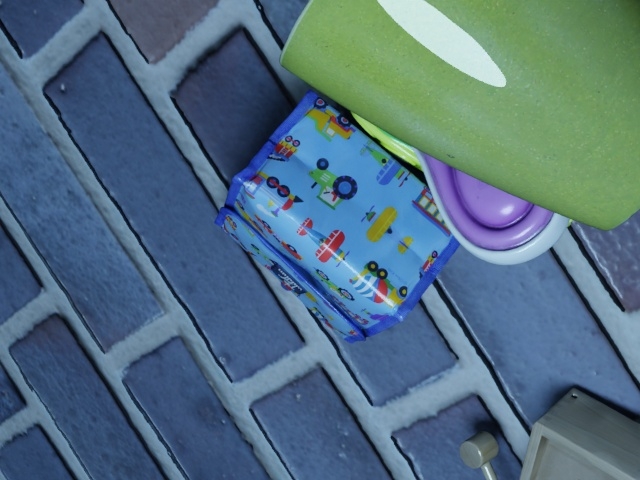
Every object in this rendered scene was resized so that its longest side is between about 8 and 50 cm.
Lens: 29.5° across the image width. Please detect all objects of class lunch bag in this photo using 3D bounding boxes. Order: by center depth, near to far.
[{"bbox_3d":[0.000,0.000,1.337,0.221,0.138,0.293,40,158,-1],"label":"lunch bag"}]

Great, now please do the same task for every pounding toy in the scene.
[{"bbox_3d":[0.261,0.256,1.331,0.206,0.094,0.181,29,129,31],"label":"pounding toy"}]

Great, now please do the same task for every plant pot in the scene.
[{"bbox_3d":[0.165,-0.153,0.982,0.293,0.275,0.275,41,128,1],"label":"plant pot"}]

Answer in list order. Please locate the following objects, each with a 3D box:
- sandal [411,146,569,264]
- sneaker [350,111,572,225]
[{"bbox_3d":[0.108,-0.171,1.152,0.169,0.102,0.416,-37,67,14],"label":"sandal"},{"bbox_3d":[0.148,-0.114,1.241,0.295,0.109,0.124,31,94,25],"label":"sneaker"}]
